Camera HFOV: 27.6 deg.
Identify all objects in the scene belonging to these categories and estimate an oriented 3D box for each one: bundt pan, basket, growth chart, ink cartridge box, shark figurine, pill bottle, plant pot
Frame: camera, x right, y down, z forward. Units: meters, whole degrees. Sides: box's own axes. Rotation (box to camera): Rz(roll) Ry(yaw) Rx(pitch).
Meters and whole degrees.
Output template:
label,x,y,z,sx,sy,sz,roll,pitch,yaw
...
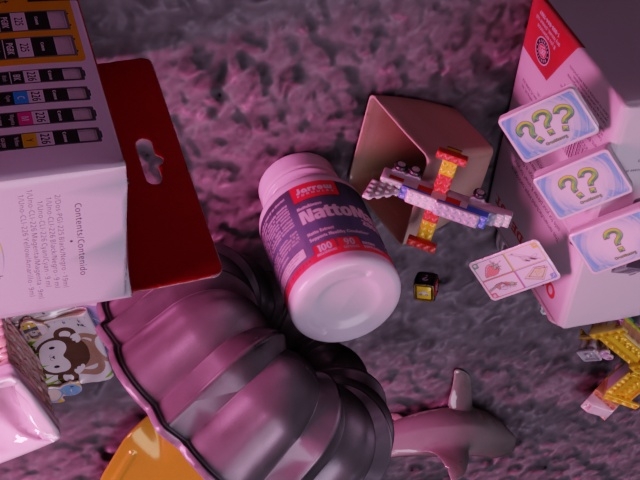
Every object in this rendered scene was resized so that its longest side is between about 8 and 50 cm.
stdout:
label,x,y,z,sx,sy,sz,roll,pitch,yaw
bundt pan,-0.053,0.127,1.253,0.124,0.331,0.331,-45,131,11
basket,-0.356,0.158,1.282,0.167,0.103,0.113,-21,135,2
growth chart,-0.290,0.115,1.353,0.237,0.021,0.172,-26,134,6
ink cartridge box,-0.235,-0.092,0.982,0.272,0.309,0.130,-9,133,-15
shark figurine,0.120,0.267,1.591,0.278,0.116,0.166,-16,133,-9
ink cartridge box,0.268,-0.080,1.269,0.114,0.197,0.273,-7,133,-16
pill bottle,0.000,0.000,1.249,0.108,0.180,0.108,-11,133,-12
plant pot,0.104,-0.075,1.280,0.096,0.109,0.109,-11,135,-28

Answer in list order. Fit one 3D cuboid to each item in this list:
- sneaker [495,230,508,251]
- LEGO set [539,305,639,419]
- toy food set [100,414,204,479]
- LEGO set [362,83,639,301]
label,x,y,z,sx,sy,sz,roll,pitch,yaw
sneaker,0.306,0.006,1.436,0.212,0.094,0.080,-13,133,-10
LEGO set,0.363,0.113,1.580,0.132,0.107,0.287,0,147,26
toy food set,-0.187,0.274,1.515,0.128,0.071,0.218,28,117,-11
LEGO set,0.161,-0.015,1.180,0.244,0.060,0.182,-22,115,32
